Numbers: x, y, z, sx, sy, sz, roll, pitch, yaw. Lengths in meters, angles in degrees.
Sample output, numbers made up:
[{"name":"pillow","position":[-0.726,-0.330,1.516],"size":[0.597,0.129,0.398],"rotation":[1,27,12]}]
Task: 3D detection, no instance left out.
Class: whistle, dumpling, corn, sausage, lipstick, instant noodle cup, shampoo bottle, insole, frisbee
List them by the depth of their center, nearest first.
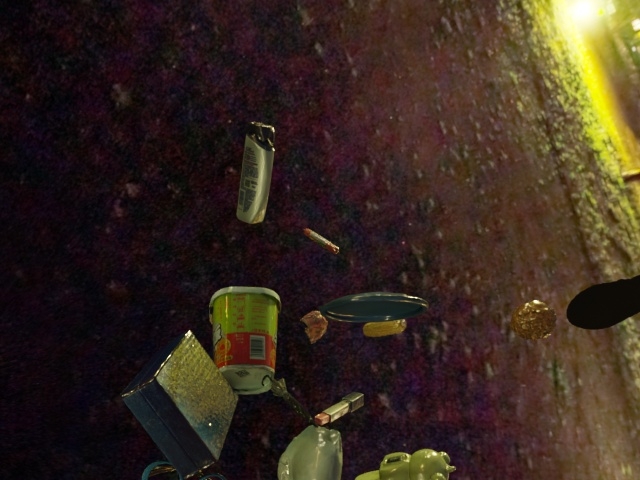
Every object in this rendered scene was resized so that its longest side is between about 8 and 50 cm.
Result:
[{"name":"insole","position":[0.688,0.129,0.975],"size":[0.007,0.322,0.109],"rotation":[11,60,-16]},{"name":"dumpling","position":[-0.016,0.548,1.009],"size":[0.104,0.149,0.217],"rotation":[18,67,-38]},{"name":"whistle","position":[0.220,0.626,1.141],"size":[0.106,0.288,0.131],"rotation":[66,23,2]},{"name":"frisbee","position":[0.139,0.169,1.143],"size":[0.289,0.289,0.049],"rotation":[18,61,-41]},{"name":"instant noodle cup","position":[-0.271,0.364,1.545],"size":[0.293,0.293,0.308],"rotation":[33,33,-34]},{"name":"shampoo bottle","position":[-0.233,-0.243,1.583],"size":[0.078,0.134,0.360],"rotation":[-11,119,-48]},{"name":"sausage","position":[0.000,0.000,1.657],"size":[0.029,0.223,0.030],"rotation":[-21,126,-32]},{"name":"corn","position":[0.249,0.338,1.682],"size":[0.067,0.206,0.068],"rotation":[19,61,-39]},{"name":"lipstick","position":[0.076,0.667,1.697],"size":[0.312,0.051,0.051],"rotation":[2,95,-56]}]

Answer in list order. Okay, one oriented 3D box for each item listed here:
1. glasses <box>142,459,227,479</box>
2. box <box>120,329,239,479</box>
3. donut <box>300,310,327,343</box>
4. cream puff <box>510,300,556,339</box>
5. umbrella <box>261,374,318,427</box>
[{"name":"glasses","position":[-0.374,0.635,1.210],"size":[0.238,0.102,0.207],"rotation":[26,17,-22]},{"name":"box","position":[-0.351,0.413,1.128],"size":[0.262,0.116,0.279],"rotation":[59,4,-9]},{"name":"donut","position":[-0.017,0.361,1.835],"size":[0.117,0.065,0.166],"rotation":[-33,142,-15]},{"name":"cream puff","position":[0.707,0.271,1.429],"size":[0.103,0.143,0.127],"rotation":[-60,140,-70]},{"name":"umbrella","position":[-0.071,0.345,0.963],"size":[0.044,0.268,0.044],"rotation":[40,73,-28]}]
